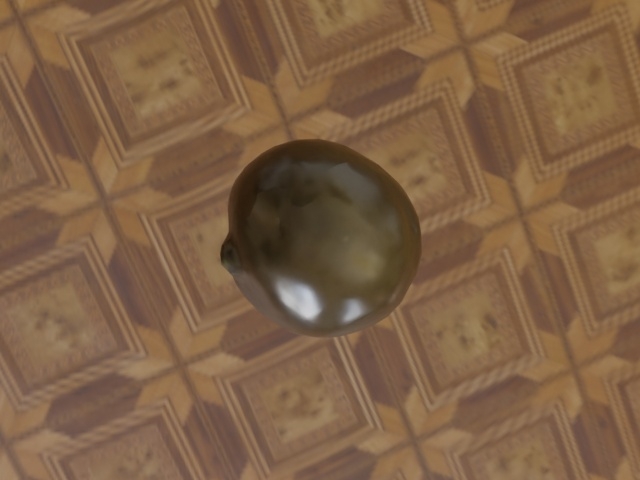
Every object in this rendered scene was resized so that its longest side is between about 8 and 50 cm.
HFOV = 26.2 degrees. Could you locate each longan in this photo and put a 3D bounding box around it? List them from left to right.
[{"bbox_3d":[0.000,0.000,1.189,0.189,0.189,0.189,-4,109,-12],"label":"longan"}]
